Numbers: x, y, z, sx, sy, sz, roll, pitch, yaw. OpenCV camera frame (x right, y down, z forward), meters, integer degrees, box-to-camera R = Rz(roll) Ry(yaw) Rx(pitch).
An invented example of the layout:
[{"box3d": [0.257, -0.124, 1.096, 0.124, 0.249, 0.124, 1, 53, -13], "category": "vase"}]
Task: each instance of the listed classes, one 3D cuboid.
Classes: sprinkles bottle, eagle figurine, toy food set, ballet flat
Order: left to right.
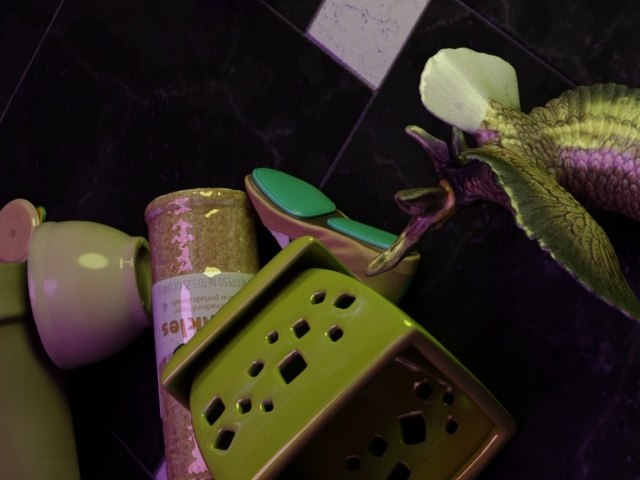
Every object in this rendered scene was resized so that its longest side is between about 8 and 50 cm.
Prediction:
[{"box3d": [-0.353, -0.007, 2.215, 0.082, 0.020, 0.083, 7, 87, 41], "category": "toy food set"}, {"box3d": [-0.108, 0.130, 1.916, 0.121, 0.121, 0.355, -18, 71, 37], "category": "sprinkles bottle"}, {"box3d": [0.000, 0.000, 1.880, 0.232, 0.080, 0.073, 31, 115, 41], "category": "ballet flat"}, {"box3d": [0.215, -0.038, 1.636, 0.298, 0.225, 0.226, 6, 75, 52], "category": "eagle figurine"}]

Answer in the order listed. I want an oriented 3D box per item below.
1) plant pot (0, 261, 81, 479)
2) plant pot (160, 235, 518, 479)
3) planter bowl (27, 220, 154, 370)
[{"box3d": [-0.391, 0.216, 2.044, 0.323, 0.323, 0.280, -32, 77, 32], "category": "plant pot"}, {"box3d": [0.004, 0.146, 1.724, 0.227, 0.228, 0.207, -44, 48, 0], "category": "plant pot"}, {"box3d": [-0.233, 0.051, 2.030, 0.109, 0.162, 0.162, -10, 74, 11], "category": "planter bowl"}]
